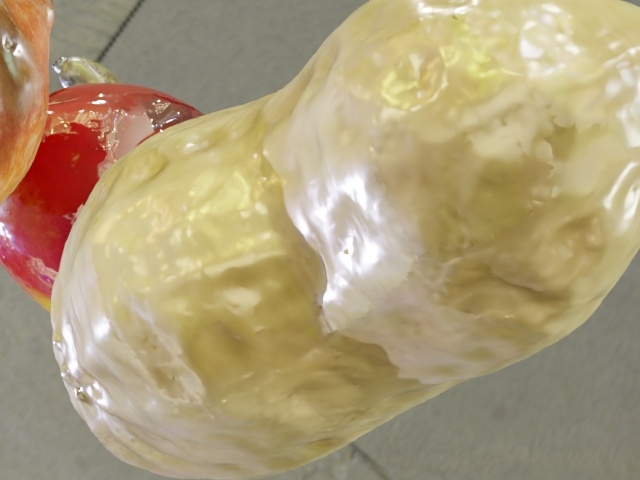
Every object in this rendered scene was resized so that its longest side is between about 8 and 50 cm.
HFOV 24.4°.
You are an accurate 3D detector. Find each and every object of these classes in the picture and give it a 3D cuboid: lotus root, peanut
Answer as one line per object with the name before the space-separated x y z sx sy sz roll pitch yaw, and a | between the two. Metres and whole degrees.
lotus root | -0.247 -0.168 1.593 0.099 0.054 0.049 39 93 11
peanut | 0.000 0.000 0.656 0.387 0.192 0.169 -32 66 45

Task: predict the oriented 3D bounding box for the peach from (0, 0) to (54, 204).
peach | -0.271 -0.094 0.900 0.256 0.232 0.232 -39 88 -17

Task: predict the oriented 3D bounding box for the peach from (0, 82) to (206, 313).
peach | -0.135 -0.014 1.107 0.226 0.190 0.196 30 103 -4
